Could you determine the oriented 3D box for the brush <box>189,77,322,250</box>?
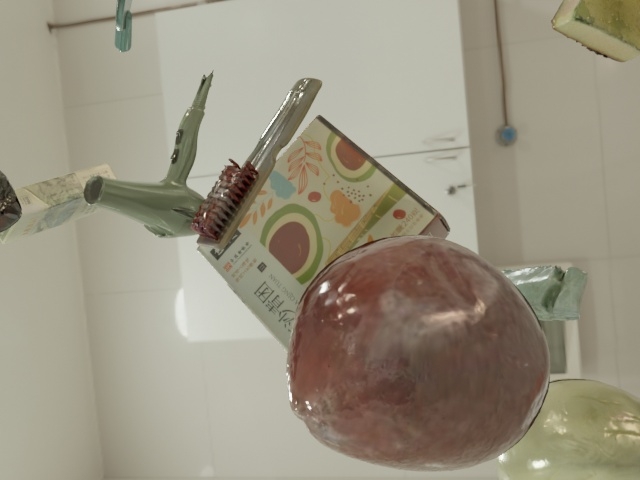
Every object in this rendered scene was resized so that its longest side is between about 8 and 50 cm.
[{"bbox_3d":[-0.097,-0.131,1.012,0.050,0.060,0.321,49,-118,-43],"label":"brush"}]

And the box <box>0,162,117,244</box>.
[{"bbox_3d":[-0.624,-0.089,1.586,0.256,0.164,0.069,-27,-95,-43],"label":"box"}]

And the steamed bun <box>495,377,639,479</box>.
[{"bbox_3d":[0.494,0.381,1.264,0.334,0.311,0.233,-47,26,47],"label":"steamed bun"}]

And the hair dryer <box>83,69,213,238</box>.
[{"bbox_3d":[-0.254,-0.127,1.020,0.229,0.092,0.267,-16,-67,-53],"label":"hair dryer"}]

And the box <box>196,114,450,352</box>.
[{"bbox_3d":[0.000,0.000,1.351,0.344,0.385,0.122,43,-178,27],"label":"box"}]

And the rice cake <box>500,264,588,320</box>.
[{"bbox_3d":[0.250,0.080,0.957,0.336,0.062,0.066,-18,51,70],"label":"rice cake"}]

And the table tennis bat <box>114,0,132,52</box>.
[{"bbox_3d":[-0.424,-0.502,1.455,0.237,0.038,0.149,122,155,-57],"label":"table tennis bat"}]

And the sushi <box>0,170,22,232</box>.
[{"bbox_3d":[-0.706,-0.078,1.319,0.126,0.225,0.136,66,-153,-42],"label":"sushi"}]

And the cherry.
[{"bbox_3d":[0.089,0.111,0.682,0.307,0.261,0.221,-9,-56,-45],"label":"cherry"}]

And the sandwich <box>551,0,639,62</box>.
[{"bbox_3d":[0.457,-0.397,1.103,0.192,0.058,0.163,9,-104,-32],"label":"sandwich"}]
